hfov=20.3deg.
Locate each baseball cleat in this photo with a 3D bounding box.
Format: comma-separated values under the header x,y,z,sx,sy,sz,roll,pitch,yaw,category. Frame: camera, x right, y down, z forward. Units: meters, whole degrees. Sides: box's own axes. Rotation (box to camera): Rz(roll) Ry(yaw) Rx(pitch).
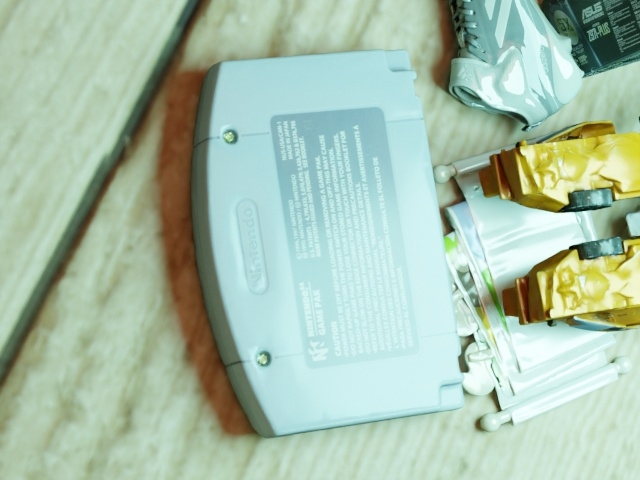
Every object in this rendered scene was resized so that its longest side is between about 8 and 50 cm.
x,y,z,sx,sy,sz,roll,pitch,yaw,category
0.132,-0.184,1.485,0.109,0.072,0.206,-39,92,-14,baseball cleat

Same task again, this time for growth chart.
x,y,z,sx,sy,sz,roll,pitch,yaw,category
0.172,0.030,1.493,0.172,0.021,0.237,-11,86,-21,growth chart

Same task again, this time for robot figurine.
x,y,z,sx,sy,sz,roll,pitch,yaw,category
0.276,-0.020,1.489,0.291,0.085,0.211,-6,85,-32,robot figurine

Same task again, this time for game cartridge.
x,y,z,sx,sy,sz,roll,pitch,yaw,category
0.000,0.000,1.418,0.198,0.062,0.297,-6,84,-17,game cartridge

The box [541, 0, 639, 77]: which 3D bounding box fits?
x,y,z,sx,sy,sz,roll,pitch,yaw,category
0.295,-0.202,1.488,0.147,0.180,0.077,-18,90,-21,box
